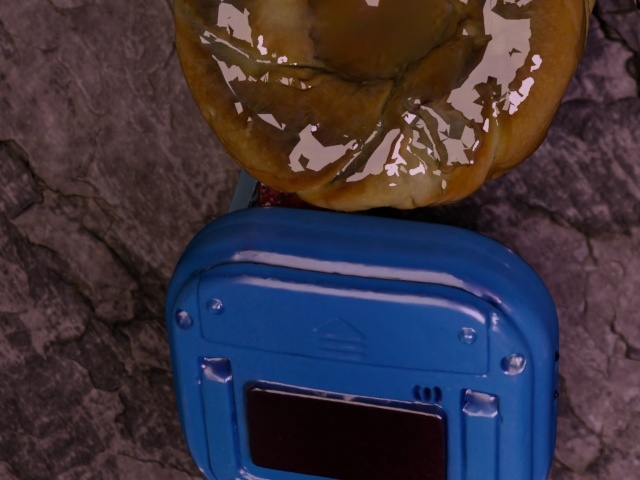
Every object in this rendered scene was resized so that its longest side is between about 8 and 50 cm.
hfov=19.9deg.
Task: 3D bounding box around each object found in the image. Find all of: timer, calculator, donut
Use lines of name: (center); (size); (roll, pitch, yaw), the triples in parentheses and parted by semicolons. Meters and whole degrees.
timer: (0.034, 0.122, 1.574); (0.340, 0.115, 0.309); (6, 128, 14)
calculator: (-0.072, -0.025, 1.678); (0.057, 0.018, 0.172); (-124, 46, -56)
donut: (0.041, -0.194, 1.492); (0.360, 0.170, 0.360); (1, 94, 16)

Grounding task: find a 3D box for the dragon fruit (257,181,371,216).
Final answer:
dragon fruit: (0.000, 0.000, 1.635); (0.106, 0.083, 0.162); (6, 107, 14)
